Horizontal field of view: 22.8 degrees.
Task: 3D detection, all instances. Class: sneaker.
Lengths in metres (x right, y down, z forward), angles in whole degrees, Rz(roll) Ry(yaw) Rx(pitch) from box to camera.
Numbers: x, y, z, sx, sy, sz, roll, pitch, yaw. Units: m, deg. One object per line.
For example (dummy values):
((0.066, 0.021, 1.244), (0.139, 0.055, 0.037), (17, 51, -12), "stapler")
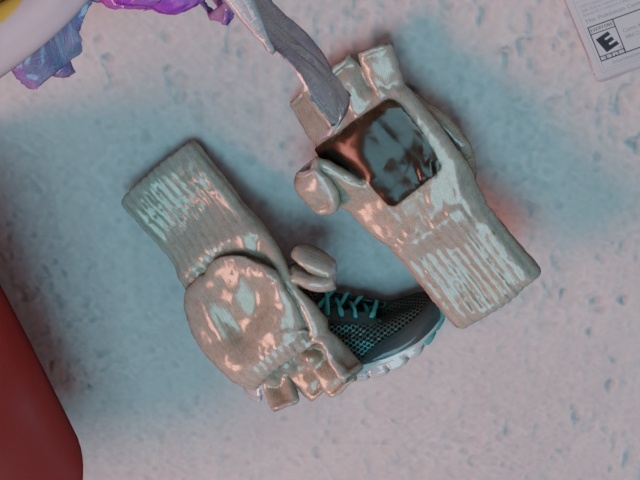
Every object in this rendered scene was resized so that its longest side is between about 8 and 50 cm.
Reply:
((0.007, 0.061, 1.135), (0.166, 0.065, 0.076), (-19, 115, 16), "sneaker")

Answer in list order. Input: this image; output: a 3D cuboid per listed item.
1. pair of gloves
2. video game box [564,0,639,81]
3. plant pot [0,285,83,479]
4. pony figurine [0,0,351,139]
((0.000, 0.000, 1.072), (0.240, 0.042, 0.204), (-28, 97, 21), "pair of gloves")
((0.226, -0.212, 0.939), (0.205, 0.048, 0.187), (-19, 121, 17), "video game box")
((-0.305, 0.122, 1.104), (0.275, 0.275, 0.243), (-17, 131, 17), "plant pot")
((-0.093, -0.224, 0.857), (0.363, 0.303, 0.351), (-25, 107, 33), "pony figurine")
